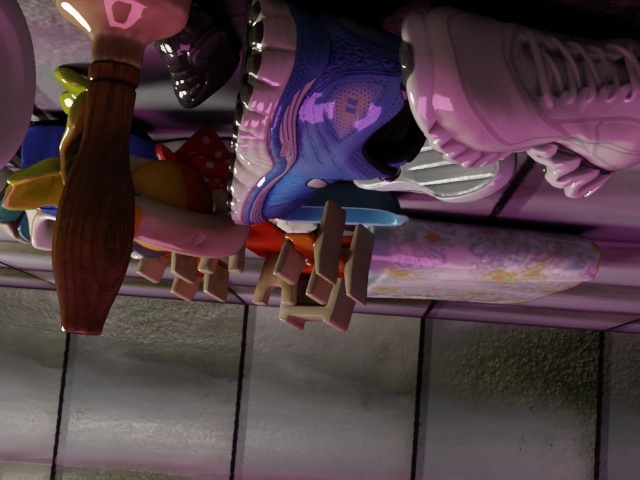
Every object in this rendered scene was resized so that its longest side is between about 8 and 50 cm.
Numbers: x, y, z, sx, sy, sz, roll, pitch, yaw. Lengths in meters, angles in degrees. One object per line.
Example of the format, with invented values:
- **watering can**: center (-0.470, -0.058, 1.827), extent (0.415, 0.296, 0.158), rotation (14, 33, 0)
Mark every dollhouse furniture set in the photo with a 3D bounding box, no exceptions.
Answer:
- **dollhouse furniture set**: center (-0.050, 0.014, 1.381), extent (0.262, 0.135, 0.259), rotation (-1, 159, 31)

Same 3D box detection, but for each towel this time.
- **towel**: center (0.201, 0.033, 1.641), extent (0.320, 0.090, 0.374), rotation (2, 172, -5)

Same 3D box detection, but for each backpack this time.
- **backpack**: center (-0.228, -0.071, 1.122), extent (0.120, 0.101, 0.098), rotation (0, 179, 16)

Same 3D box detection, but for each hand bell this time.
- **hand bell**: center (-0.104, -0.074, 0.553), extent (0.126, 0.242, 0.126), rotation (4, 171, 1)

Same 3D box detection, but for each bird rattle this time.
- **bird rattle**: center (-0.148, -0.035, 0.989), extent (0.253, 0.143, 0.207), rotation (22, -166, -39)

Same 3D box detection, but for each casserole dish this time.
- **casserole dish**: center (0.018, -0.046, 1.366), extent (0.188, 0.037, 0.114), rotation (3, 172, 15)

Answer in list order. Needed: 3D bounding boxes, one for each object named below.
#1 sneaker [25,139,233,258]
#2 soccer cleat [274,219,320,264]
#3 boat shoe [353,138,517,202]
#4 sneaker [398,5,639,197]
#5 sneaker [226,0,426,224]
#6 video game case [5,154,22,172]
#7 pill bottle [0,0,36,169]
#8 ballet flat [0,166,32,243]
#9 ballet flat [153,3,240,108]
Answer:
- **sneaker**: center (-0.177, -0.040, 1.218), extent (0.321, 0.127, 0.126), rotation (0, 169, 20)
- **soccer cleat**: center (0.000, 0.000, 1.590), extent (0.076, 0.068, 0.196), rotation (-3, 166, 24)
- **boat shoe**: center (0.114, -0.080, 1.002), extent (0.076, 0.083, 0.226), rotation (-4, -172, -31)
- **sneaker**: center (0.159, -0.103, 0.742), extent (0.118, 0.110, 0.292), rotation (-16, 166, 38)
- **sneaker**: center (0.006, -0.079, 0.850), extent (0.147, 0.130, 0.330), rotation (8, 171, -4)
- **video game case**: center (-0.404, -0.099, 1.319), extent (0.087, 0.011, 0.122), rotation (4, 171, 1)
- **pill bottle**: center (-0.339, -0.113, 0.739), extent (0.264, 0.146, 0.146), rotation (3, 171, 17)
- **ballet flat**: center (-0.385, -0.054, 1.354), extent (0.086, 0.086, 0.248), rotation (4, 170, 0)
- **ballet flat**: center (-0.093, -0.139, 0.817), extent (0.049, 0.057, 0.173), rotation (45, 171, 4)
